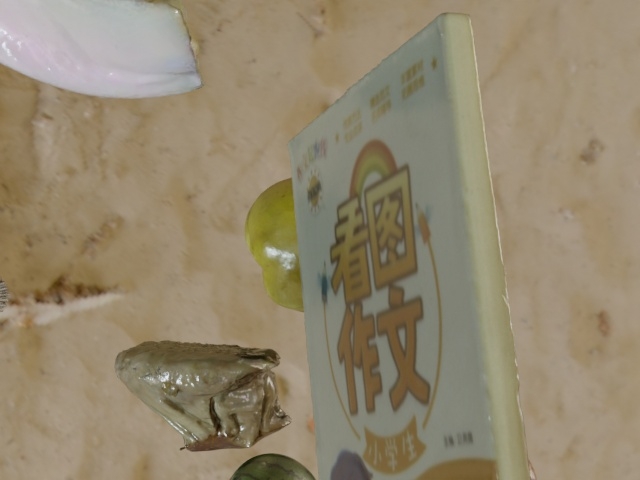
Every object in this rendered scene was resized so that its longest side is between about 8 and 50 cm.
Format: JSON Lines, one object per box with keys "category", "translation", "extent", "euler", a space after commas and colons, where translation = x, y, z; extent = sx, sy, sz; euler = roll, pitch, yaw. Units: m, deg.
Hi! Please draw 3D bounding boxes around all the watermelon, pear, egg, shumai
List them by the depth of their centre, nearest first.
{"category": "egg", "translation": [-0.183, -0.195, 0.747], "extent": [0.162, 0.206, 0.271], "euler": [-19, 95, -2]}
{"category": "watermelon", "translation": [-0.042, 0.254, 1.199], "extent": [0.109, 0.109, 0.109], "euler": [-12, 113, -30]}
{"category": "shumai", "translation": [-0.131, 0.175, 1.412], "extent": [0.201, 0.201, 0.120], "euler": [0, 91, -33]}
{"category": "pear", "translation": [0.000, 0.000, 1.642], "extent": [0.200, 0.200, 0.200], "euler": [-12, 113, -30]}

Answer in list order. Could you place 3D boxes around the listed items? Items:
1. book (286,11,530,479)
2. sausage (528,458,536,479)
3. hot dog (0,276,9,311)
{"category": "book", "translation": [0.038, 0.065, 0.611], "extent": [0.020, 0.208, 0.295], "euler": [-2, 78, -21]}
{"category": "sausage", "translation": [0.121, 0.300, 1.425], "extent": [0.274, 0.105, 0.105], "euler": [-16, 115, -21]}
{"category": "hot dog", "translation": [-0.572, 0.024, 1.875], "extent": [0.131, 0.069, 0.253], "euler": [-39, 95, 6]}
